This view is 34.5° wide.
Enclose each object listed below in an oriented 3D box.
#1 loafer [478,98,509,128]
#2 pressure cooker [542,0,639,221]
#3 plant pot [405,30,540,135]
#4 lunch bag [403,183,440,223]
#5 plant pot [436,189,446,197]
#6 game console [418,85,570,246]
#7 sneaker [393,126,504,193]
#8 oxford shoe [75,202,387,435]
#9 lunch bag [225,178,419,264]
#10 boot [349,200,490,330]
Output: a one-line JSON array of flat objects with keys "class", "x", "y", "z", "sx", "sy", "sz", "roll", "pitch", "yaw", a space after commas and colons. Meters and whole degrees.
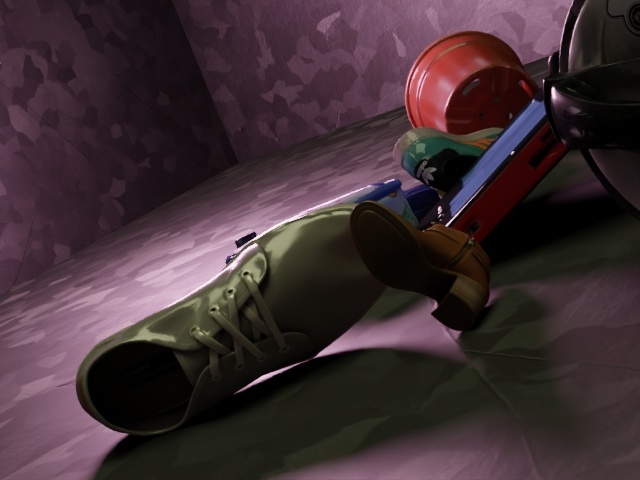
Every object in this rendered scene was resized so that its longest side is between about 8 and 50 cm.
[{"class": "loafer", "x": 0.334, "y": -0.260, "z": 2.421, "sx": 0.267, "sy": 0.096, "sz": 0.084, "roll": -31, "pitch": 8, "yaw": -34}, {"class": "pressure cooker", "x": 0.458, "y": -0.184, "z": 1.038, "sx": 0.420, "sy": 0.375, "sz": 0.370, "roll": -29, "pitch": -22, "yaw": -33}, {"class": "plant pot", "x": 0.330, "y": -0.279, "z": 2.118, "sx": 0.272, "sy": 0.272, "sz": 0.265, "roll": -22, "pitch": 19, "yaw": 2}, {"class": "lunch bag", "x": 0.161, "y": -0.053, "z": 1.777, "sx": 0.098, "sy": 0.067, "sz": 0.065, "roll": -22, "pitch": 10, "yaw": -3}, {"class": "plant pot", "x": 0.246, "y": -0.117, "z": 1.932, "sx": 0.083, "sy": 0.083, "sz": 0.079, "roll": -17, "pitch": 24, "yaw": 24}, {"class": "game console", "x": 0.277, "y": -0.128, "z": 1.506, "sx": 0.386, "sy": 0.060, "sz": 0.342, "roll": -48, "pitch": 7, "yaw": 11}, {"class": "sneaker", "x": 0.270, "y": -0.123, "z": 1.785, "sx": 0.302, "sy": 0.108, "sz": 0.121, "roll": -3, "pitch": 41, "yaw": -35}, {"class": "oxford shoe", "x": -0.099, "y": 0.106, "z": 1.245, "sx": 0.449, "sy": 0.169, "sz": 0.130, "roll": -29, "pitch": 7, "yaw": 2}, {"class": "lunch bag", "x": 0.000, "y": 0.000, "z": 1.662, "sx": 0.243, "sy": 0.115, "sz": 0.303, "roll": -31, "pitch": 8, "yaw": -37}, {"class": "boot", "x": 0.123, "y": 0.008, "z": 1.224, "sx": 0.073, "sy": 0.197, "sz": 0.152, "roll": -39, "pitch": 8, "yaw": 30}]
